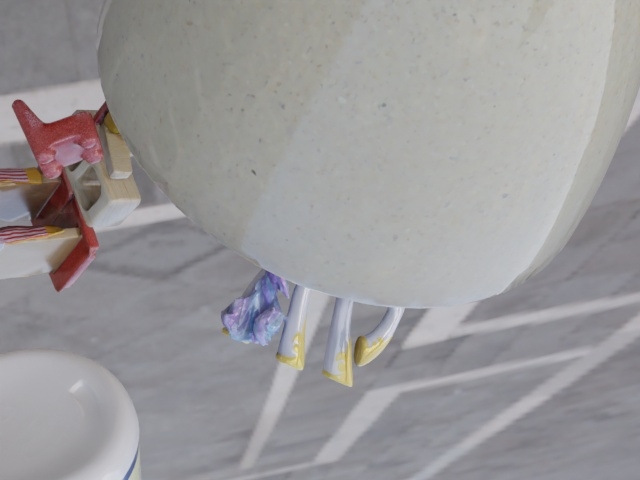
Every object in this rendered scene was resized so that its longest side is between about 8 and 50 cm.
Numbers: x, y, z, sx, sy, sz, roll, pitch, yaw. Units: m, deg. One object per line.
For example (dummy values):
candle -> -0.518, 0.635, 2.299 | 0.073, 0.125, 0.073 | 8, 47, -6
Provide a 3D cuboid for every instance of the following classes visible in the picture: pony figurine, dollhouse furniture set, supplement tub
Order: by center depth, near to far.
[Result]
dollhouse furniture set -> -0.306, -0.081, 1.256 | 0.201, 0.152, 0.374 | -6, 154, -42
supplement tub -> -0.322, 0.309, 1.367 | 0.235, 0.235, 0.325 | -8, 133, -15
pony figurine -> 0.000, 0.000, 1.729 | 0.351, 0.364, 0.303 | 25, 178, -22

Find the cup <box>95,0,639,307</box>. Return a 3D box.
cup -> 0.060, -0.164, 0.671 | 0.331, 0.331, 0.237 | -4, 146, -27
